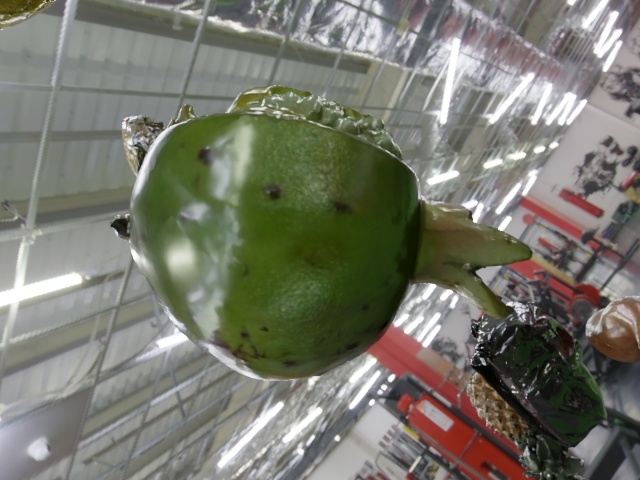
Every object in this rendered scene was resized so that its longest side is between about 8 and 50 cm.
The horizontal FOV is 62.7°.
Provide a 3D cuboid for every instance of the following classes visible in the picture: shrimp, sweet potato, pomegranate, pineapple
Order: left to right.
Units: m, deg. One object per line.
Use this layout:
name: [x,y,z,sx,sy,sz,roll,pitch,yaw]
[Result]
shrimp: [-0.336,-0.175,1.013,0.052,0.251,0.144,-19,-78,-26]
pomegranate: [0.000,0.000,0.456,0.260,0.340,0.261,12,-90,-83]
pineapple: [0.322,0.296,0.739,0.130,0.277,0.119,-38,-34,18]
sweet potato: [0.297,0.089,0.515,0.055,0.058,0.202,-65,-19,-5]

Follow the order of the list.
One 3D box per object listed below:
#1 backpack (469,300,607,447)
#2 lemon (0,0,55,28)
backpack: [0.256,0.148,0.609,0.106,0.165,0.120,-46,-1,18]
lemon: [-0.525,-0.473,0.819,0.310,0.258,0.258,-51,-20,2]
